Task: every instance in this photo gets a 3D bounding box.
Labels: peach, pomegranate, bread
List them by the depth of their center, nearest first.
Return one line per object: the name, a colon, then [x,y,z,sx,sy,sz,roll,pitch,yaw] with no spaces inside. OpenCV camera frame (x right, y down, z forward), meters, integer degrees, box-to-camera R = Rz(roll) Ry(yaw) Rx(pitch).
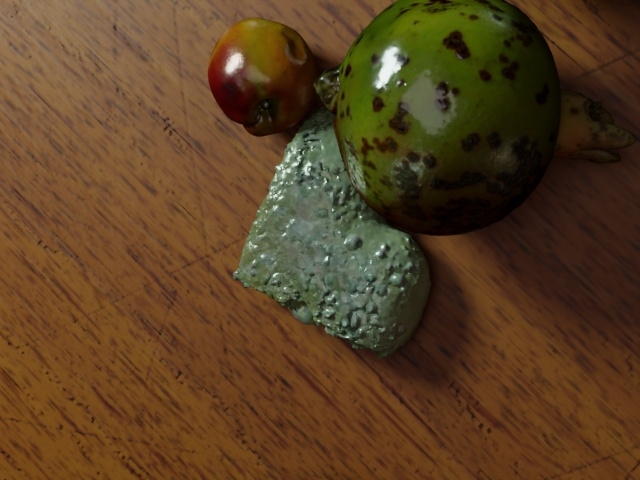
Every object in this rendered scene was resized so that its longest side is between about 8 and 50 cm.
pomegranate: [0.123,-0.102,0.901,0.198,0.246,0.198,-1,88,55]
peach: [-0.050,-0.148,0.983,0.101,0.101,0.100,1,92,17]
bread: [0.000,0.000,0.987,0.172,0.064,0.232,-18,86,15]
